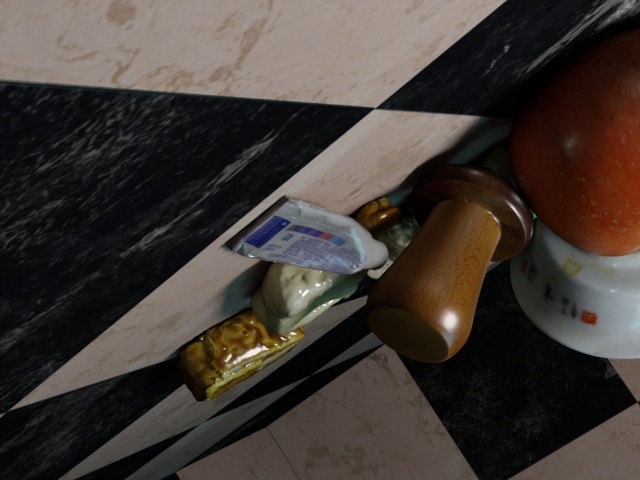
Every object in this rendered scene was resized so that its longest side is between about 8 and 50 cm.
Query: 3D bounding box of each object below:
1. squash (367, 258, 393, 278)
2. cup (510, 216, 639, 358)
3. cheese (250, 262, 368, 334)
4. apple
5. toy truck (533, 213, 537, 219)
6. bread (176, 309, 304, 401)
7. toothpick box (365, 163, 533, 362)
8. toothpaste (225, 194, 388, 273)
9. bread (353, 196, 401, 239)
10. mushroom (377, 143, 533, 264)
[{"bbox_3d":[0.158,0.036,2.040,0.083,0.083,0.250,-37,167,20],"label":"squash"},{"bbox_3d":[0.488,0.006,1.748,0.347,0.347,0.163,-30,144,-16],"label":"cup"},{"bbox_3d":[-0.021,0.066,1.624,0.159,0.093,0.263,-27,169,-17],"label":"cheese"},{"bbox_3d":[0.444,-0.140,1.550,0.348,0.277,0.348,-33,169,-8],"label":"apple"},{"bbox_3d":[0.467,-0.043,2.392,0.156,0.155,0.279,-30,173,30],"label":"toy truck"},{"bbox_3d":[-0.133,0.185,1.822,0.222,0.096,0.181,-29,171,-23],"label":"bread"},{"bbox_3d":[0.187,0.024,1.564,0.294,0.192,0.192,-59,-177,-29],"label":"toothpick box"},{"bbox_3d":[-0.001,0.002,1.403,0.282,0.068,0.099,16,102,-53],"label":"toothpaste"},{"bbox_3d":[0.081,-0.031,1.610,0.083,0.046,0.081,-36,167,19],"label":"bread"},{"bbox_3d":[0.236,-0.019,1.795,0.267,0.164,0.189,-31,168,-12],"label":"mushroom"}]
